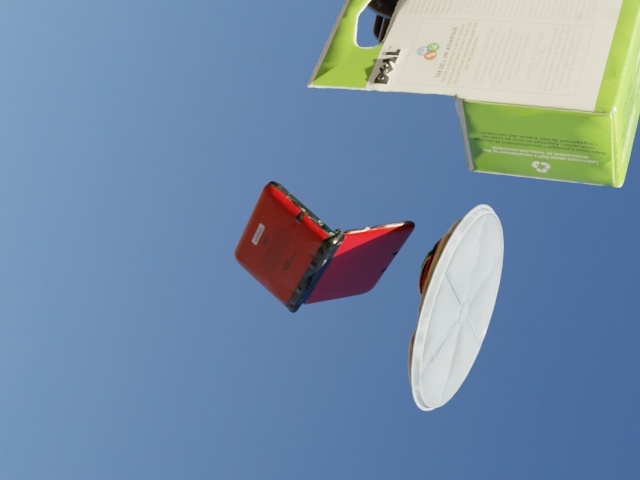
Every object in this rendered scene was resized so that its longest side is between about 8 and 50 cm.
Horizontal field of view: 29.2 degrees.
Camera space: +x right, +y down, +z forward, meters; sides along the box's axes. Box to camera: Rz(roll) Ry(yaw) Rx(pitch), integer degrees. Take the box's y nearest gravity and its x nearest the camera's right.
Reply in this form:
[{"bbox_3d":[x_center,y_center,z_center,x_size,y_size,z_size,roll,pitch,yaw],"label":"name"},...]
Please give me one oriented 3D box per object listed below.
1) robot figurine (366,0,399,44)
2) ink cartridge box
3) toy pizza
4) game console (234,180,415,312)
[{"bbox_3d":[0.150,-0.398,1.722,0.209,0.174,0.278,32,-60,36],"label":"robot figurine"},{"bbox_3d":[0.144,-0.157,1.052,0.255,0.097,0.188,7,-125,22],"label":"ink cartridge box"},{"bbox_3d":[0.121,0.061,1.154,0.032,0.201,0.201,17,-93,24],"label":"toy pizza"},{"bbox_3d":[0.000,0.000,1.168,0.085,0.124,0.144,-42,170,-33],"label":"game console"}]
